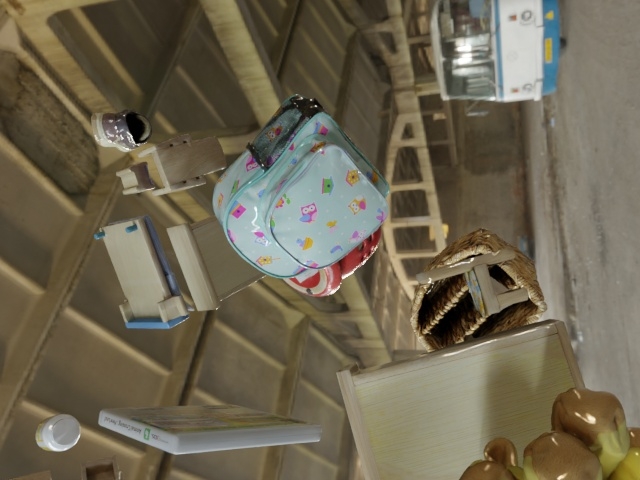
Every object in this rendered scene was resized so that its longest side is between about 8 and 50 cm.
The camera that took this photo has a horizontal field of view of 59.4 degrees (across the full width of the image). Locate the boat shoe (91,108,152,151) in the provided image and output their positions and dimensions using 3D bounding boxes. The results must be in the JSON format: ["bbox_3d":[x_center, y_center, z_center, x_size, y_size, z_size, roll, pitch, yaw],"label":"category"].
[{"bbox_3d":[-0.472,-0.278,1.407,0.285,0.092,0.103,-62,-32,-82],"label":"boat shoe"}]

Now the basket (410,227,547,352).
[{"bbox_3d":[0.345,0.143,1.319,0.299,0.213,0.223,-53,6,29],"label":"basket"}]

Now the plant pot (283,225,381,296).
[{"bbox_3d":[0.000,0.000,1.123,0.174,0.191,0.191,-44,-48,-39],"label":"plant pot"}]

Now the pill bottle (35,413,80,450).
[{"bbox_3d":[-0.770,0.567,1.655,0.103,0.184,0.103,14,-114,-33],"label":"pill bottle"}]

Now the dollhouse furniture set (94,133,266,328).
[{"bbox_3d":[-0.245,-0.018,0.984,0.198,0.303,0.286,-29,-76,-48],"label":"dollhouse furniture set"}]

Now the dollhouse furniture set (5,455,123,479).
[{"bbox_3d":[-0.436,0.563,0.864,0.355,0.303,0.174,53,140,46],"label":"dollhouse furniture set"}]

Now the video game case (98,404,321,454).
[{"bbox_3d":[-0.140,0.235,0.713,0.212,0.193,0.023,14,-104,-42],"label":"video game case"}]

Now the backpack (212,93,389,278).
[{"bbox_3d":[-0.027,-0.046,0.659,0.166,0.188,0.144,42,-168,-39],"label":"backpack"}]

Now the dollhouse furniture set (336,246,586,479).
[{"bbox_3d":[0.200,0.214,0.796,0.394,0.256,0.362,23,-129,-77],"label":"dollhouse furniture set"}]

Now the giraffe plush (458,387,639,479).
[{"bbox_3d":[0.196,0.240,0.496,0.181,0.170,0.210,-45,-72,-34],"label":"giraffe plush"}]
